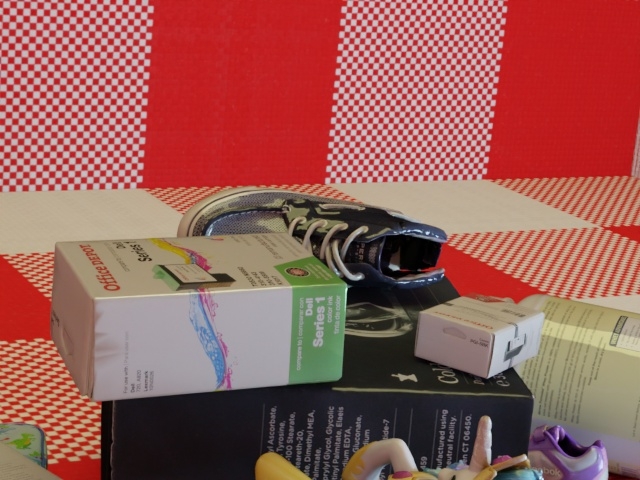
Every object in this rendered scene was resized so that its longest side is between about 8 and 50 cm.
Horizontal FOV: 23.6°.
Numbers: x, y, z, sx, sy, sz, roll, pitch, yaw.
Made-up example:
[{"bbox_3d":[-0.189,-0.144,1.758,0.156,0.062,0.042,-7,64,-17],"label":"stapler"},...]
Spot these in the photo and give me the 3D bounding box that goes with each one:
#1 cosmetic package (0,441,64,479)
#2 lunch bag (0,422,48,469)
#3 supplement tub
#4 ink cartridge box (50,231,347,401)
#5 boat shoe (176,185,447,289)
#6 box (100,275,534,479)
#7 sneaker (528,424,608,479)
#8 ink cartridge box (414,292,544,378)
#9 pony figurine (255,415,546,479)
[{"bbox_3d":[-0.375,0.326,1.676,0.151,0.151,0.184,-8,21,-43],"label":"cosmetic package"},{"bbox_3d":[-0.450,0.288,1.915,0.219,0.090,0.176,2,16,-13],"label":"lunch bag"},{"bbox_3d":[0.382,0.209,2.237,0.325,0.235,0.235,11,16,21],"label":"supplement tub"},{"bbox_3d":[-0.137,0.076,1.659,0.278,0.117,0.201,-3,18,-21],"label":"ink cartridge box"},{"bbox_3d":[0.000,0.000,1.951,0.341,0.127,0.158,-1,7,-26],"label":"boat shoe"},{"bbox_3d":[-0.033,0.231,1.902,0.472,0.297,0.480,1,15,-9],"label":"box"},{"bbox_3d":[0.296,0.299,2.124,0.236,0.104,0.095,11,17,23],"label":"sneaker"},{"bbox_3d":[0.183,0.108,1.766,0.099,0.056,0.135,16,16,30],"label":"ink cartridge box"},{"bbox_3d":[0.101,0.348,1.490,0.303,0.351,0.363,-10,-2,-36],"label":"pony figurine"}]
